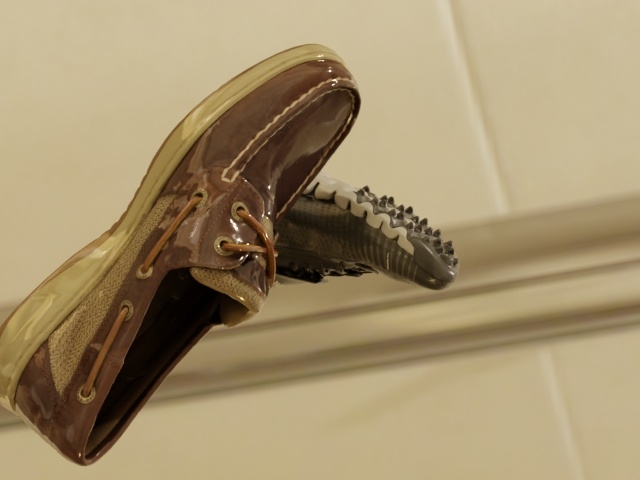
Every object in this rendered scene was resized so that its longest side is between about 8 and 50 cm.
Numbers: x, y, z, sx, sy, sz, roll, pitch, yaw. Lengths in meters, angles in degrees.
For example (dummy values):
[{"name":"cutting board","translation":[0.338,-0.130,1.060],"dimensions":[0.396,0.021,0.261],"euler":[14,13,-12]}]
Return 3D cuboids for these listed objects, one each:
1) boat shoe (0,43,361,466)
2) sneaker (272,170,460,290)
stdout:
[{"name":"boat shoe","translation":[-0.078,0.014,1.240],"dimensions":[0.123,0.342,0.123],"euler":[39,-12,32]},{"name":"sneaker","translation":[0.000,0.000,1.357],"dimensions":[0.078,0.234,0.106],"euler":[10,106,-60]}]
